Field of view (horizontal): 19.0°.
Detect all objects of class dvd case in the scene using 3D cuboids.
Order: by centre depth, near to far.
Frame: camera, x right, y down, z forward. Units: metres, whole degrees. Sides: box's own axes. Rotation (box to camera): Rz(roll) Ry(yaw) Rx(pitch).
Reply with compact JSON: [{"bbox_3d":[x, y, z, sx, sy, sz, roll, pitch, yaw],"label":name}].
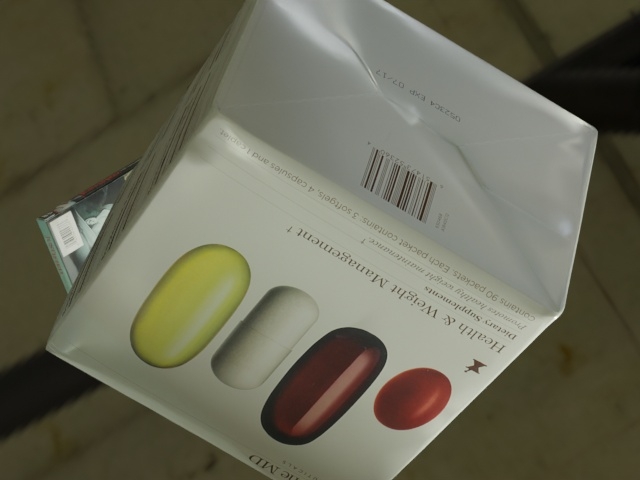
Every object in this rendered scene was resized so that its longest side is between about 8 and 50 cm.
[{"bbox_3d":[-0.111,-0.004,1.183,0.119,0.087,0.013,-35,-153,-31],"label":"dvd case"}]

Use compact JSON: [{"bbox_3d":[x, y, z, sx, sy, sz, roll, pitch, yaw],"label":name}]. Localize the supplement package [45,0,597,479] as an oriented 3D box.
[{"bbox_3d":[0.000,0.000,0.985,0.203,0.194,0.149,-51,-167,42],"label":"supplement package"}]
